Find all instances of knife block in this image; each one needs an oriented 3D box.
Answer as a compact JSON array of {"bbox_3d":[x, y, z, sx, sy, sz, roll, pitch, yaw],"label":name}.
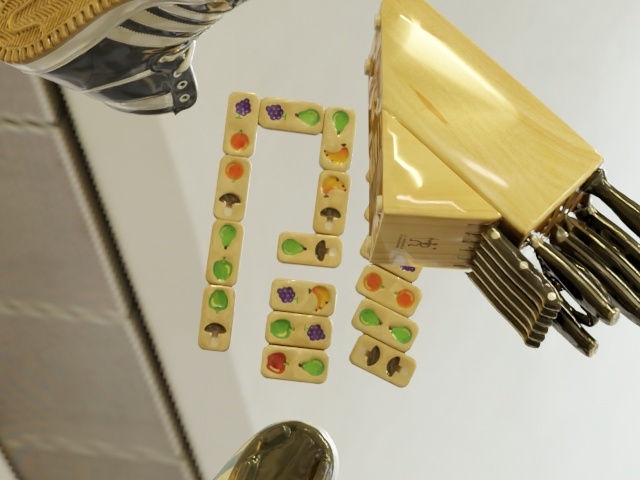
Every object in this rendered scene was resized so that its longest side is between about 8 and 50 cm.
[{"bbox_3d":[0.157,-0.052,1.263,0.242,0.276,0.088,3,-27,-6],"label":"knife block"}]

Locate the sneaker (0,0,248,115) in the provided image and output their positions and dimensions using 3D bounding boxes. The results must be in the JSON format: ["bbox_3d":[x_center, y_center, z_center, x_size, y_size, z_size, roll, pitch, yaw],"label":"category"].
[{"bbox_3d":[-0.099,-0.182,1.270,0.282,0.099,0.153,-19,-26,26],"label":"sneaker"}]

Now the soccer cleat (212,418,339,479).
[{"bbox_3d":[-0.104,0.305,1.543,0.116,0.331,0.143,44,-12,12],"label":"soccer cleat"}]

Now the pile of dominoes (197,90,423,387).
[{"bbox_3d":[0.000,0.000,1.460,0.196,0.251,0.040,7,-5,-1],"label":"pile of dominoes"}]
